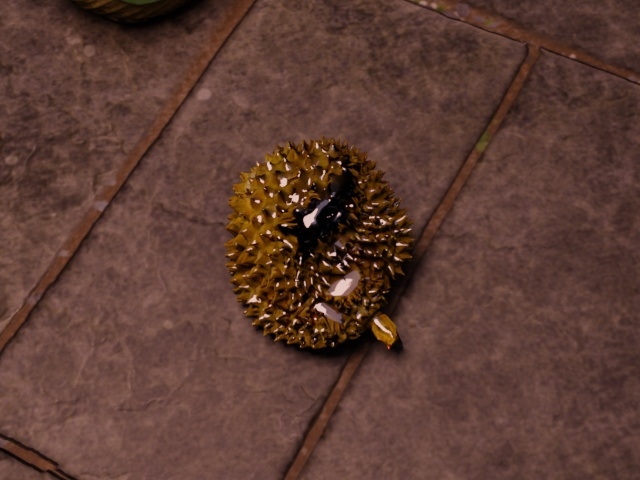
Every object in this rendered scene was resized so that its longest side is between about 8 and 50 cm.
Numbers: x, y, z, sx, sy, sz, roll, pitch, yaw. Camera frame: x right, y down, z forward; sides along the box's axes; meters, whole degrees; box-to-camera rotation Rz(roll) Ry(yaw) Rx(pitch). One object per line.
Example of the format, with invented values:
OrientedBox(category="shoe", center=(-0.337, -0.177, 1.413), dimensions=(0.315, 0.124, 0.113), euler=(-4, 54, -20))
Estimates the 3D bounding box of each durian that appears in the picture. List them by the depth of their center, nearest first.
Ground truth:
OrientedBox(category="durian", center=(0.000, 0.000, 1.167), dimensions=(0.193, 0.138, 0.237), euler=(-37, 65, -15))

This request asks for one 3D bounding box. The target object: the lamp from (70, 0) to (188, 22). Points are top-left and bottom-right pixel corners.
OrientedBox(category="lamp", center=(-0.196, -0.361, 1.349), dimensions=(0.250, 0.284, 0.250), euler=(-29, 49, 38))
